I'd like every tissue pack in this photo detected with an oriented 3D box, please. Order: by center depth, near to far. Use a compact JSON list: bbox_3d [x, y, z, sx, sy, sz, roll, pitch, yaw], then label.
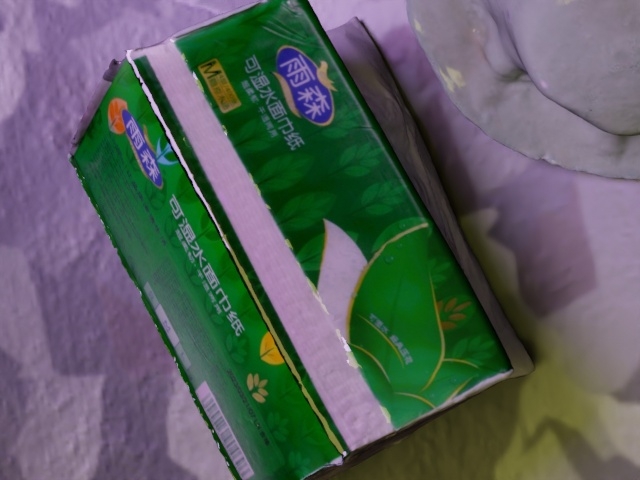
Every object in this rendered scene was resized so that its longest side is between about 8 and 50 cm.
[{"bbox_3d":[0.000,-0.002,0.957,0.156,0.148,0.209,-25,81,-21],"label":"tissue pack"}]

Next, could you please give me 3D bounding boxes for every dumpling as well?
[{"bbox_3d":[0.145,-0.098,0.912,0.219,0.108,0.152,-7,90,22],"label":"dumpling"}]
